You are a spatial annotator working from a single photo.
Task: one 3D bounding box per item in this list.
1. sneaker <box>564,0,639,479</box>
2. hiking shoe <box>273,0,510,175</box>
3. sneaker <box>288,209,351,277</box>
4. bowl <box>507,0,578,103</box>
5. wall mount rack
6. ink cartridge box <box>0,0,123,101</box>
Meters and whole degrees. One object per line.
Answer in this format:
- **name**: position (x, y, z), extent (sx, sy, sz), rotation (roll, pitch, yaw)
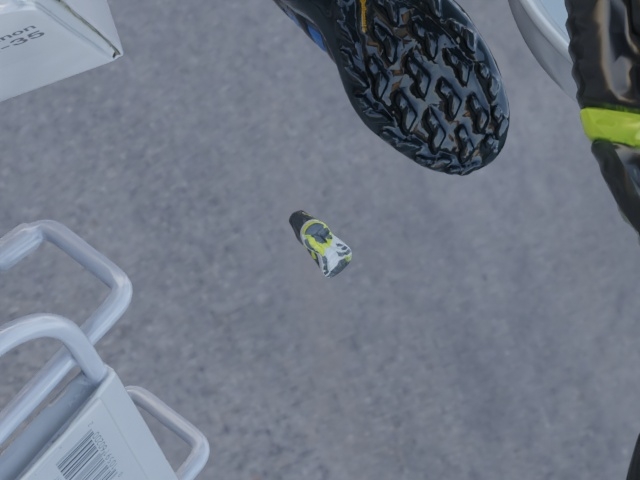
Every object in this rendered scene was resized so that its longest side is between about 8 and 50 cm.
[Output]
- **sneaker**: position (0.163, 0.060, 0.380), extent (0.147, 0.145, 0.385), rotation (36, 50, -50)
- **hiking shoe**: position (0.037, -0.182, 1.043), extent (0.304, 0.113, 0.132), rotation (47, 16, -12)
- **sneaker**: position (0.000, 0.000, 1.141), extent (0.035, 0.031, 0.083), rotation (47, -7, 37)
- **bowl**: position (0.238, -0.168, 0.863), extent (0.297, 0.134, 0.298), rotation (3, 67, -6)
- **wall mount rack**: position (-0.211, 0.163, 0.786), extent (0.304, 0.130, 0.350), rotation (-47, 150, -21)
- **ink cartridge box**: position (-0.226, -0.178, 0.545), extent (0.117, 0.207, 0.283), rotation (34, 37, -81)
